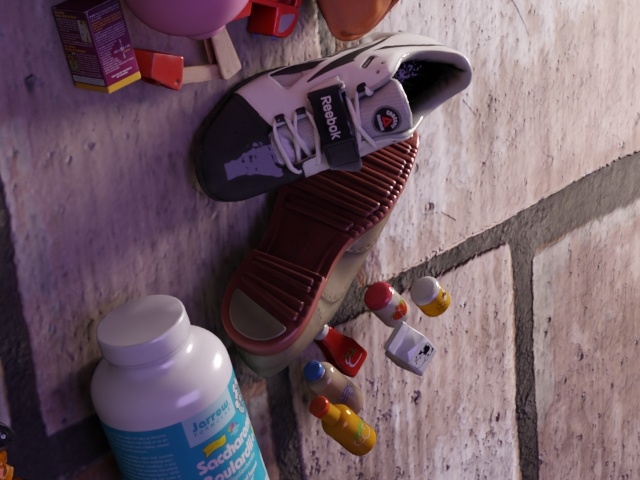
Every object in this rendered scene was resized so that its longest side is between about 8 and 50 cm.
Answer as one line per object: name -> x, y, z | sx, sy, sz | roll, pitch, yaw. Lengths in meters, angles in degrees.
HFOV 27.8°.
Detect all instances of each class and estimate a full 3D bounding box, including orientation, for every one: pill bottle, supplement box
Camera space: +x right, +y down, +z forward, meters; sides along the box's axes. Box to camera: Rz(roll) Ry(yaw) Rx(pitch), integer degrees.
pill bottle -> -0.148, 0.189, 1.335 | 0.146, 0.146, 0.264 | -36, 126, -32
supplement box -> -0.212, -0.187, 1.224 | 0.043, 0.055, 0.083 | -34, 125, -35

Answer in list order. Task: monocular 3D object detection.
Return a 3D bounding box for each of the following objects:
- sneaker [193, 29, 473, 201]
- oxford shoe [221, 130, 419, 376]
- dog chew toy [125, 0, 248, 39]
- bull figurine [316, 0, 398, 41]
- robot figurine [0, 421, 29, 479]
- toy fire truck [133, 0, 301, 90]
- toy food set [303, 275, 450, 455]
sneaker -> 0.020, -0.139, 1.385 | 0.330, 0.146, 0.123 | -32, 115, -22
oxford shoe -> 0.000, 0.000, 1.478 | 0.348, 0.123, 0.130 | -53, 161, -23
dog chew toy -> -0.144, -0.324, 1.137 | 0.206, 0.206, 0.332 | -43, 139, -28
bull figurine -> 0.026, -0.363, 1.364 | 0.188, 0.101, 0.310 | -42, 139, -23
robot figurine -> -0.394, 0.264, 1.156 | 0.291, 0.085, 0.211 | -16, 114, -41
toy fire truck -> -0.104, -0.216, 1.328 | 0.192, 0.047, 0.135 | 4, 99, -47
toy food set -> 0.054, 0.126, 1.543 | 0.232, 0.111, 0.104 | -57, 135, -12
